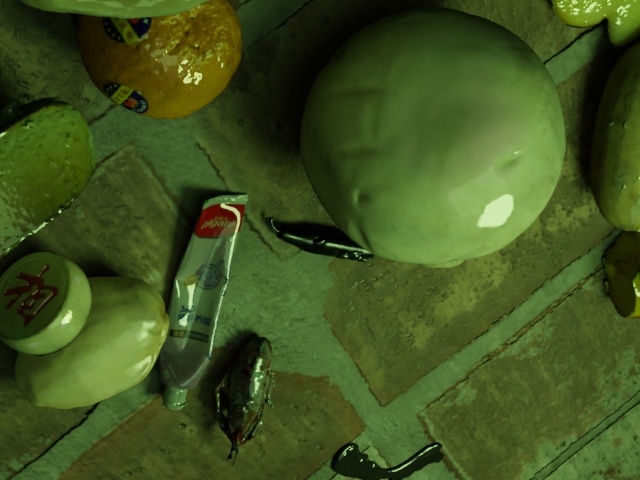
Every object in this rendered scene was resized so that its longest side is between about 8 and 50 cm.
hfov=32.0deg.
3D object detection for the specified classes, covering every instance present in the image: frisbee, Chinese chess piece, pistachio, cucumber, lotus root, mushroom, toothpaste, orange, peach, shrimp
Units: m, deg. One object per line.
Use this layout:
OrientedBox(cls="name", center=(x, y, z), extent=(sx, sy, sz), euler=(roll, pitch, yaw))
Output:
OrientedBox(cls="frisbee", center=(0.114, 0.368, 1.746), extent=(0.187, 0.012, 0.211), euler=(-29, 124, -12))
OrientedBox(cls="Chinese chess piece", center=(-0.325, 0.073, 1.295), extent=(0.122, 0.122, 0.051), euler=(-44, 145, -1))
OrientedBox(cls="pistachio", center=(-0.277, 0.122, 1.357), extent=(0.200, 0.117, 0.145), euler=(-32, 88, 0))
OrientedBox(cls="cucumber", center=(0.000, 0.000, 1.478), extent=(0.163, 0.039, 0.043), euler=(8, 90, -32))
OrientedBox(cls="lotus root", center=(0.471, -0.171, 1.565), extent=(0.169, 0.151, 0.342), euler=(-3, 117, -11))
OrientedBox(cls="mushroom", center=(0.126, -0.094, 1.342), extent=(0.315, 0.315, 0.356), euler=(-5, 117, -25))
OrientedBox(cls="toothpaste", center=(-0.157, 0.081, 1.436), extent=(0.075, 0.048, 0.301), euler=(7, 110, -26))
OrientedBox(cls="orange", center=(-0.173, -0.217, 1.195), extent=(0.178, 0.155, 0.177), euler=(7, 75, -26))
OrientedBox(cls="peach", center=(0.502, 0.059, 1.719), extent=(0.118, 0.151, 0.151), euler=(27, 101, -22))
OrientedBox(cls="shrimp", center=(-0.104, 0.220, 1.523), extent=(0.075, 0.073, 0.190), euler=(12, 104, 14))

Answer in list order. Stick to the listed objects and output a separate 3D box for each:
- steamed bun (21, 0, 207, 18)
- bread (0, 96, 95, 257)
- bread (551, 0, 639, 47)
OrientedBox(cls="steamed bun", center=(-0.174, -0.356, 1.035), extent=(0.325, 0.372, 0.230), euler=(12, 141, -26))
OrientedBox(cls="bread", center=(-0.354, -0.052, 1.182), extent=(0.257, 0.186, 0.124), euler=(-42, 110, -7))
OrientedBox(cls="bread", center=(0.376, -0.336, 1.488), extent=(0.149, 0.065, 0.187), euler=(-31, 134, 5))
